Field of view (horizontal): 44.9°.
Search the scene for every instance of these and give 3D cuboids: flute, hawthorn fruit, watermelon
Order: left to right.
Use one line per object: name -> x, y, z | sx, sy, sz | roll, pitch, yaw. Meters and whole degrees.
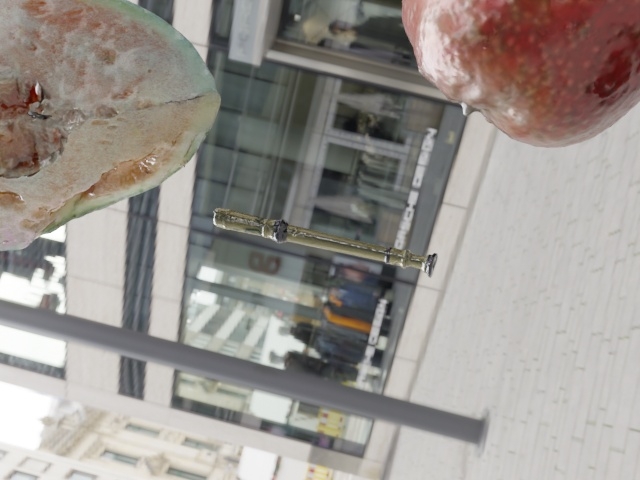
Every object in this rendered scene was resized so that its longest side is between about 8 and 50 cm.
watermelon -> -0.271, -0.114, 0.702 | 0.175, 0.322, 0.188 | 111, 145, -54
flute -> 0.000, 0.000, 0.773 | 0.027, 0.233, 0.027 | 12, -90, -76
hawthorn fruit -> 0.266, -0.272, 0.824 | 0.369, 0.285, 0.284 | -46, 15, 33
